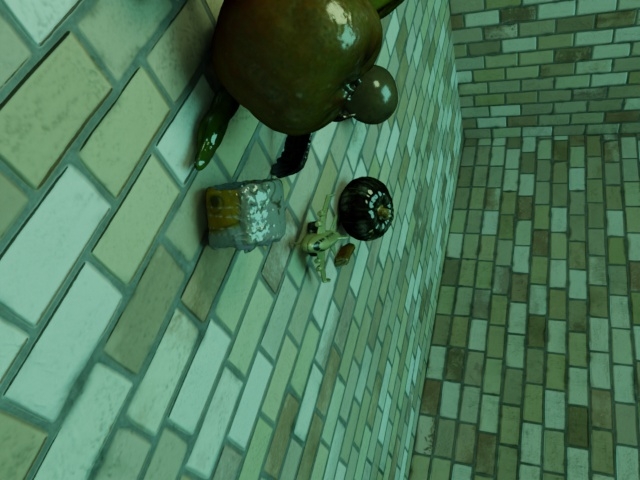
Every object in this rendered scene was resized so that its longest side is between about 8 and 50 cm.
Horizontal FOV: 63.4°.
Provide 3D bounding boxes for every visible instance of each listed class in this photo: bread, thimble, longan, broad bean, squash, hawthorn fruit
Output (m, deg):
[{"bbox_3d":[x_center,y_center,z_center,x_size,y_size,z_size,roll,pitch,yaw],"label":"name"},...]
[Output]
[{"bbox_3d":[0.072,0.042,1.527,0.036,0.047,0.083,49,37,-15],"label":"bread"},{"bbox_3d":[-0.130,-0.047,0.928,0.151,0.127,0.117,-24,113,-59],"label":"thimble"},{"bbox_3d":[0.144,-0.415,1.491,0.187,0.168,0.167,14,79,-65],"label":"longan"},{"bbox_3d":[-0.170,-0.236,0.923,0.060,0.043,0.297,79,23,-51],"label":"broad bean"},{"bbox_3d":[0.138,-0.093,1.531,0.193,0.156,0.193,20,61,-43],"label":"squash"},{"bbox_3d":[-0.059,-0.339,0.866,0.301,0.268,0.267,40,40,-6],"label":"hawthorn fruit"}]

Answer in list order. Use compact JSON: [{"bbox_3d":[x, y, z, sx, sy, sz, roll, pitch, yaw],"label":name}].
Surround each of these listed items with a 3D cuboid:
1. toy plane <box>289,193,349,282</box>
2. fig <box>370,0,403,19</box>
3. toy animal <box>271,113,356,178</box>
[{"bbox_3d":[0.000,0.000,1.289,0.244,0.093,0.228,-15,108,-65],"label":"toy plane"},{"bbox_3d":[0.119,-0.706,1.353,0.271,0.240,0.239,-109,-177,-54],"label":"fig"},{"bbox_3d":[-0.020,-0.290,1.083,0.160,0.197,0.272,-78,162,-46],"label":"toy animal"}]
